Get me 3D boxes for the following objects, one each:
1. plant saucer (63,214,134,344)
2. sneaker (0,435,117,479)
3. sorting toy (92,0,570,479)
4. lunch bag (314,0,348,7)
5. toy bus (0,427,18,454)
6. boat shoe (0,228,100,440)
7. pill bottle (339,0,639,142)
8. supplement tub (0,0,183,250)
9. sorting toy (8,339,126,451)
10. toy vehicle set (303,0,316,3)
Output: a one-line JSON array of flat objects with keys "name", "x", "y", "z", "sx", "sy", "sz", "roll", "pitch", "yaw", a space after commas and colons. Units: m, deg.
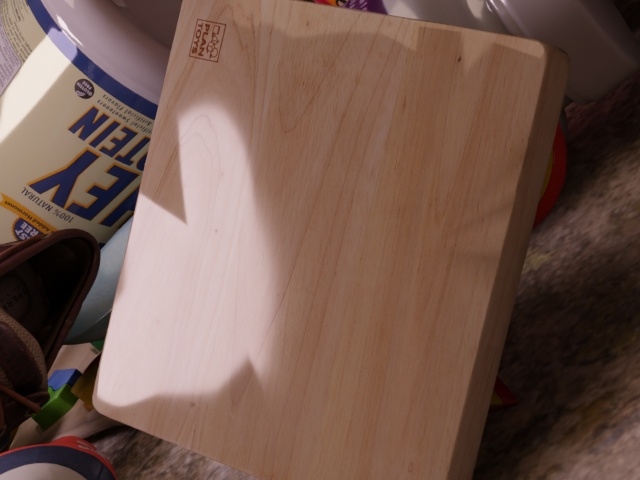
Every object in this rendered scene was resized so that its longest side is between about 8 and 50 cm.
[{"name": "plant saucer", "x": -0.136, "y": 0.019, "z": 1.373, "sx": 0.195, "sy": 0.037, "sz": 0.195, "roll": -41, "pitch": 16, "yaw": 15}, {"name": "sneaker", "x": -0.263, "y": 0.255, "z": 1.149, "sx": 0.350, "sy": 0.131, "sz": 0.148, "roll": -36, "pitch": 10, "yaw": 11}, {"name": "sorting toy", "x": 0.016, "y": 0.006, "z": 0.967, "sx": 0.255, "sy": 0.089, "sz": 0.257, "roll": 16, "pitch": 94, "yaw": 39}, {"name": "lunch bag", "x": 0.088, "y": -0.258, "z": 1.196, "sx": 0.120, "sy": 0.258, "sz": 0.293, "roll": -60, "pitch": -1, "yaw": -40}, {"name": "toy bus", "x": -0.361, "y": 0.211, "z": 1.278, "sx": 0.332, "sy": 0.130, "sz": 0.108, "roll": -47, "pitch": -11, "yaw": -49}, {"name": "boat shoe", "x": -0.252, "y": 0.088, "z": 1.232, "sx": 0.123, "sy": 0.123, "sz": 0.342, "roll": -25, "pitch": 14, "yaw": 29}, {"name": "pill bottle", "x": 0.050, "y": -0.073, "z": 1.122, "sx": 0.301, "sy": 0.169, "sz": 0.169, "roll": -36, "pitch": 21, "yaw": 20}, {"name": "supplement tub", "x": -0.217, "y": -0.096, "z": 1.535, "sx": 0.325, "sy": 0.235, "sz": 0.235, "roll": -50, "pitch": 15, "yaw": 28}, {"name": "sorting toy", "x": -0.167, "y": 0.089, "z": 1.406, "sx": 0.208, "sy": 0.038, "sz": 0.193, "roll": -21, "pitch": 30, "yaw": 47}, {"name": "toy vehicle set", "x": -0.073, "y": -0.153, "z": 1.599, "sx": 0.267, "sy": 0.035, "sz": 0.166, "roll": -24, "pitch": 60, "yaw": 44}]
